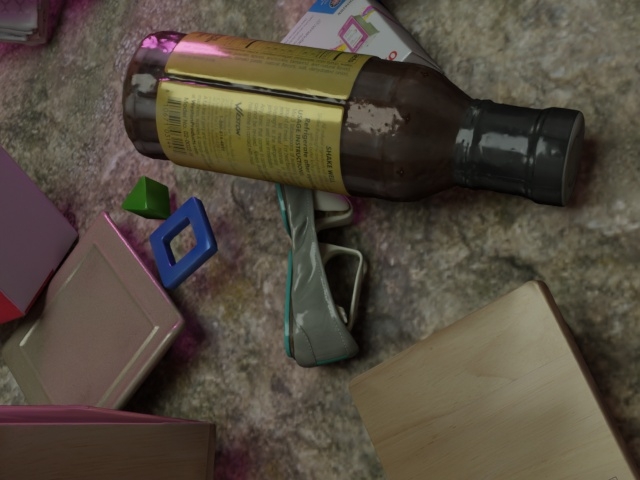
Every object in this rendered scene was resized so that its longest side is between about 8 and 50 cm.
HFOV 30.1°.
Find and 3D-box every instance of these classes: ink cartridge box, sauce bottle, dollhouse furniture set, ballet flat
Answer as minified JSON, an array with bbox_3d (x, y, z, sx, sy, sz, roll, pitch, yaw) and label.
[{"bbox_3d":[0.032,-0.152,1.001,0.088,0.052,0.122,-47,53,16],"label":"ink cartridge box"},{"bbox_3d":[0.022,-0.086,0.898,0.344,0.111,0.111,13,82,20],"label":"sauce bottle"},{"bbox_3d":[-0.231,0.323,0.866,0.362,0.256,0.394,0,83,39],"label":"dollhouse furniture set"},{"bbox_3d":[-0.362,0.012,1.178,0.176,0.127,0.128,-20,31,32],"label":"ink cartridge box"},{"bbox_3d":[0.000,0.000,0.973,0.068,0.072,0.213,-8,67,7],"label":"ballet flat"}]

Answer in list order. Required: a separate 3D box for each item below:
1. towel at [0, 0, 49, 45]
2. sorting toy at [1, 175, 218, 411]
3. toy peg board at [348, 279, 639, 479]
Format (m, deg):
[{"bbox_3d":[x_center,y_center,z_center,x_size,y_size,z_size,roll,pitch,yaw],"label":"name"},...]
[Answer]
[{"bbox_3d":[-0.458,-0.379,1.302,0.331,0.053,0.317,1,85,-7],"label":"towel"},{"bbox_3d":[-0.208,0.095,1.108,0.348,0.047,0.196,-52,46,12],"label":"sorting toy"},{"bbox_3d":[0.130,0.134,0.817,0.161,0.079,0.161,-32,72,26],"label":"toy peg board"}]
